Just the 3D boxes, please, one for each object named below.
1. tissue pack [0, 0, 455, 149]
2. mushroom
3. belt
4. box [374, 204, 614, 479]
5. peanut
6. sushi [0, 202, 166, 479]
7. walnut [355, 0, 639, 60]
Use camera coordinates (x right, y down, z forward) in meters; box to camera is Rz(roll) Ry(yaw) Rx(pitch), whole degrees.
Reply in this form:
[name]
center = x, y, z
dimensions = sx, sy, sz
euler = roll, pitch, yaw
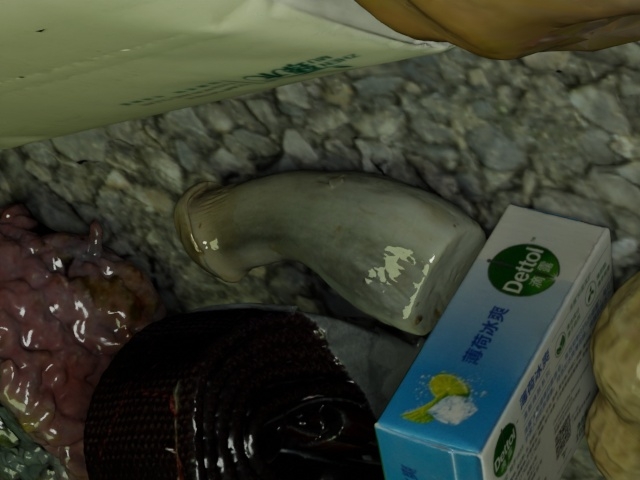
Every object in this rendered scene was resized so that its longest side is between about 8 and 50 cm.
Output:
[tissue pack]
center = -0.146, -0.178, 0.996
dimensions = 0.297, 0.207, 0.380
euler = 10, 168, -43
[mushroom]
center = -0.001, -0.004, 1.282
dimensions = 0.223, 0.081, 0.092
euler = 12, 119, 33
[belt]
center = -0.022, 0.142, 1.331
dimensions = 0.289, 0.184, 0.164
euler = 14, 162, -40
[box]
center = 0.113, 0.096, 1.203
dimensions = 0.073, 0.194, 0.139
euler = 16, 140, 26
[peanut]
center = 0.215, 0.097, 1.208
dimensions = 0.228, 0.104, 0.086
euler = 87, 157, -50
[sushi]
center = -0.232, 0.102, 1.517
dimensions = 0.236, 0.171, 0.270
euler = 42, 147, -10
[walnut]
center = 0.102, -0.233, 0.684
dimensions = 0.383, 0.383, 0.383
euler = 22, 143, 18
